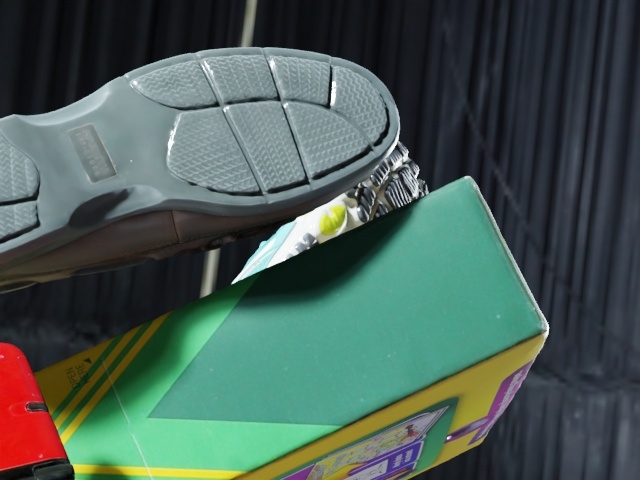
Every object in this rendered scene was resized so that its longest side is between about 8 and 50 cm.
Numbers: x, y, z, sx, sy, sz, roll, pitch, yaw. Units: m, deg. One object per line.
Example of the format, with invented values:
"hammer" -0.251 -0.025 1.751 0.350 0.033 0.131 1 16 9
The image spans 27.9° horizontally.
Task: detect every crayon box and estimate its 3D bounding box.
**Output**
"crayon box" -0.041 0.122 0.813 0.313 0.106 0.363 -23 -17 -6

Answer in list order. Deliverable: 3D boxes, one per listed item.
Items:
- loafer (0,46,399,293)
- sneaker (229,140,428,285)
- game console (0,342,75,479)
"loafer" -0.092 -0.031 0.667 0.267 0.096 0.084 -14 -21 -15
"sneaker" 0.000 0.000 1.041 0.110 0.107 0.275 -17 19 41
"game console" -0.185 0.124 0.558 0.144 0.085 0.124 -9 47 -29
